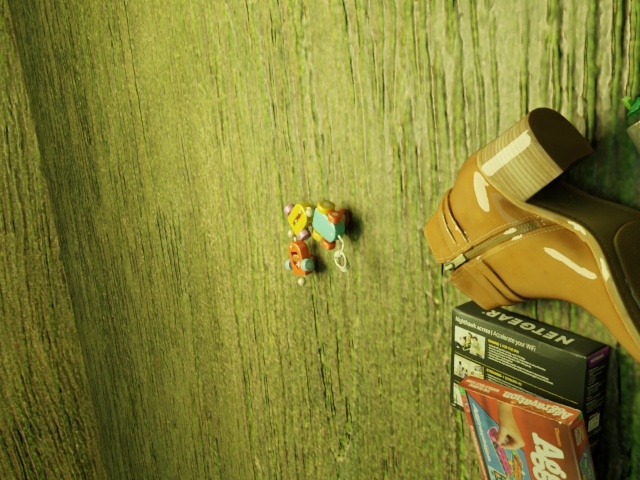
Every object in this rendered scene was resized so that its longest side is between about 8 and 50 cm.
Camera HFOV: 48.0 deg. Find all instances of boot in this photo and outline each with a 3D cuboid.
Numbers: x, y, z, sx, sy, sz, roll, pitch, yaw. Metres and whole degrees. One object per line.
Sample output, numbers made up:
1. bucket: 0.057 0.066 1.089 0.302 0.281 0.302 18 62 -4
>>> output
1. boot: 0.223 0.035 0.722 0.283 0.109 0.220 55 146 12

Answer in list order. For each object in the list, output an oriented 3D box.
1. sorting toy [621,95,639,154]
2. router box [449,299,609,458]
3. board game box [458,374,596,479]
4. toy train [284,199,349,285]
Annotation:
1. sorting toy: 0.303 -0.100 0.638 0.083 0.012 0.062 63 148 8
2. router box: 0.227 0.156 0.809 0.179 0.046 0.133 19 118 48
3. board game box: 0.246 0.289 0.800 0.145 0.027 0.281 8 123 51
4. toy train: 0.000 0.000 1.054 0.166 0.046 0.125 -9 98 57
